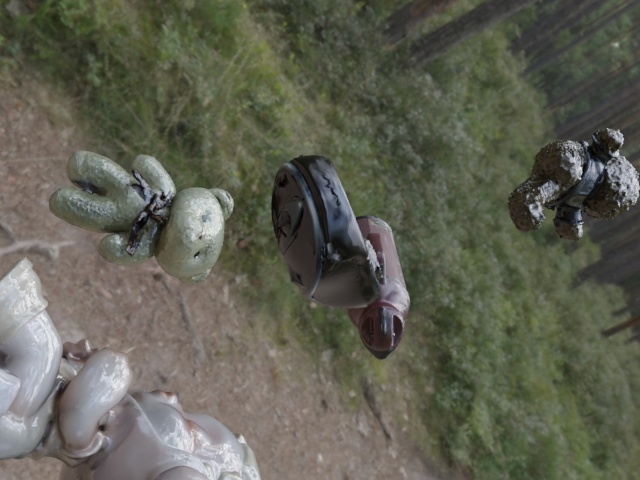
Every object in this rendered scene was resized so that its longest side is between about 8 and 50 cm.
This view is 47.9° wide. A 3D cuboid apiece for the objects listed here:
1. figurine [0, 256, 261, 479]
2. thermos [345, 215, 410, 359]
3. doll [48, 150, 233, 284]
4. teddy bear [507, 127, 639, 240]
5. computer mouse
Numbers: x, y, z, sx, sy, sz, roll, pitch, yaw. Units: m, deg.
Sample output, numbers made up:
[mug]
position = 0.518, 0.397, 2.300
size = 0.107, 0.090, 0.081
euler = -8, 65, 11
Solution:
[figurine]
position = -0.128, 0.138, 0.434
size = 0.257, 0.182, 0.144
euler = 40, 47, -26
[thermos]
position = 0.099, 0.065, 1.259
size = 0.110, 0.136, 0.330
euler = 28, 23, -15
[doll]
position = -0.278, -0.042, 1.139
size = 0.278, 0.175, 0.149
euler = 22, 3, -17
[teddy bear]
position = 0.387, -0.096, 1.103
size = 0.252, 0.181, 0.129
euler = 5, 40, -35
[computer mouse]
position = 0.000, 0.000, 0.784
size = 0.137, 0.096, 0.233
euler = 64, 1, 27
